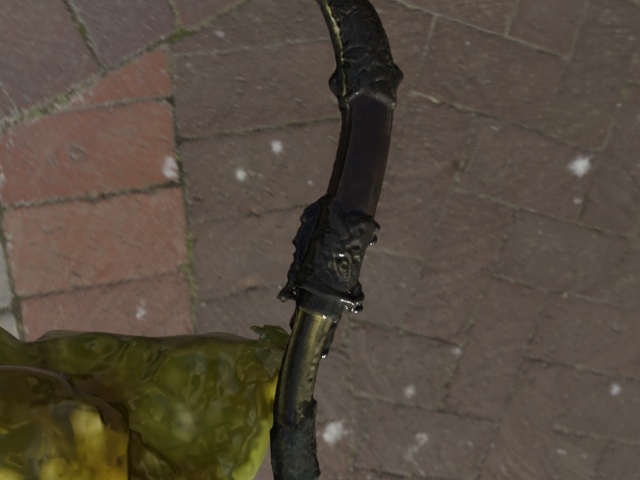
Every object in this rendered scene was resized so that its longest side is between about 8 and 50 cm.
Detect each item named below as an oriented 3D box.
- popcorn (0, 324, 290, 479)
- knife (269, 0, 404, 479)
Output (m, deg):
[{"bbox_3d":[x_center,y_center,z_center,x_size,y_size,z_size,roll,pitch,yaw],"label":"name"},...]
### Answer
[{"bbox_3d":[-0.202,0.121,0.510,0.321,0.290,0.326,-25,94,-57],"label":"popcorn"},{"bbox_3d":[0.006,0.000,0.457,0.045,0.021,0.222,5,86,-3],"label":"knife"}]
